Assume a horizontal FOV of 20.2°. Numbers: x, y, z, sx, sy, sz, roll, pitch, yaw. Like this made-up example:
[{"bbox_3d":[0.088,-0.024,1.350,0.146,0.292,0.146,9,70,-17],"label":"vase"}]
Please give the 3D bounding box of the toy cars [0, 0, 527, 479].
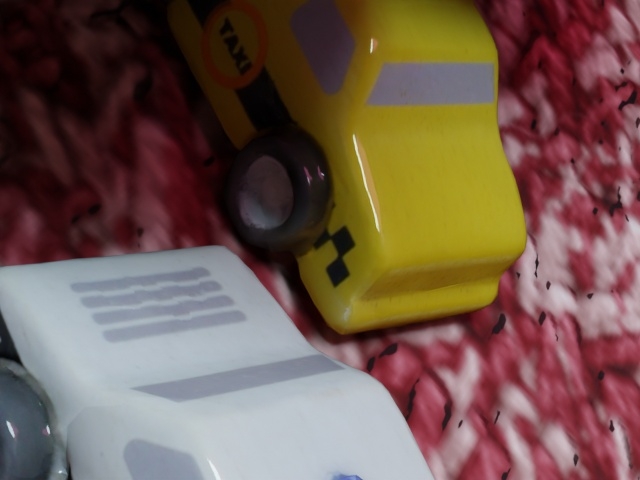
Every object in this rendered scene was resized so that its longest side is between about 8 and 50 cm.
[{"bbox_3d":[0.000,0.000,0.487,0.176,0.087,0.393,32,39,-22],"label":"toy cars"}]
